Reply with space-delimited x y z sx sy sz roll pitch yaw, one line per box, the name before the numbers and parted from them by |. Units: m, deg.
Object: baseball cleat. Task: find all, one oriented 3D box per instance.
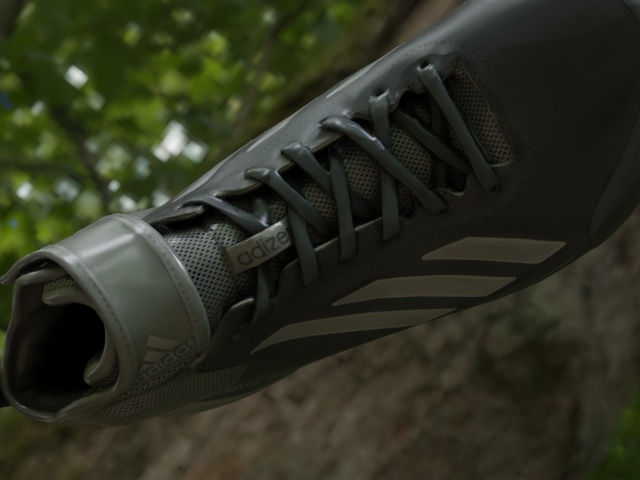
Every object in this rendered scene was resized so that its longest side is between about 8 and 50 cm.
baseball cleat | 0.000 0.000 0.483 0.206 0.109 0.072 -35 -100 29
